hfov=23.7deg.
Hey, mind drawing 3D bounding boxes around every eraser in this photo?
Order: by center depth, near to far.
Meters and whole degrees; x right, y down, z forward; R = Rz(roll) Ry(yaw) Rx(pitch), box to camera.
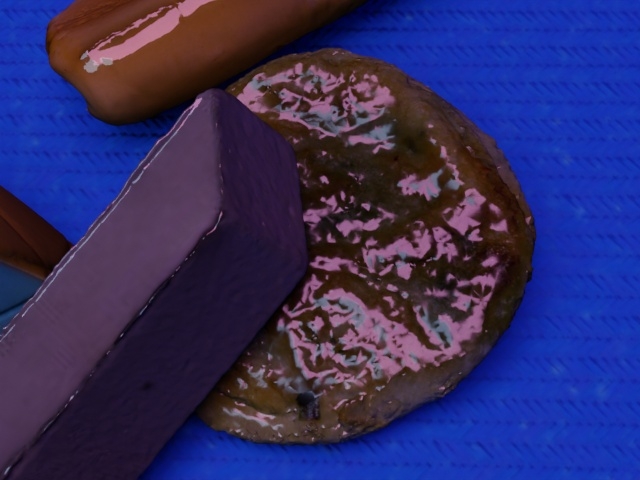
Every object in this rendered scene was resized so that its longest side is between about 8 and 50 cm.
[{"bbox_3d":[-0.131,0.076,0.920,0.352,0.111,0.077,-51,58,3],"label":"eraser"}]

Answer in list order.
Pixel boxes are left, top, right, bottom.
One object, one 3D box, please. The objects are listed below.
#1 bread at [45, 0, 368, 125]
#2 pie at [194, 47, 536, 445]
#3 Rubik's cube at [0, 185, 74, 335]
[{"bbox_3d":[-0.046,-0.178,1.071,0.305,0.142,0.091,-30,112,-8],"label":"bread"},{"bbox_3d":[0.000,0.000,1.008,0.277,0.078,0.277,-2,65,4],"label":"pie"},{"bbox_3d":[-0.288,0.044,0.936,0.254,0.254,0.254,-1,67,3],"label":"Rubik's cube"}]
